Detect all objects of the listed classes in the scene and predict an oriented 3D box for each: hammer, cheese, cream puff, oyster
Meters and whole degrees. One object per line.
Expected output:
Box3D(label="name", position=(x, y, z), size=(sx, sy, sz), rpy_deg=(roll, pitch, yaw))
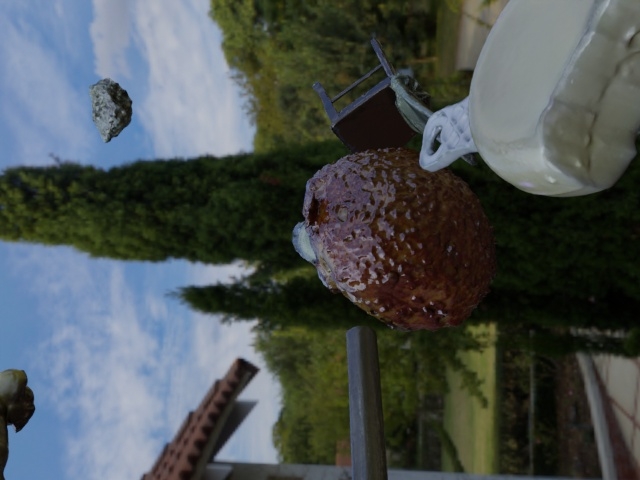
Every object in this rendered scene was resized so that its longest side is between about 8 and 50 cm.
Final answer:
Box3D(label="hammer", position=(0.043, 0.201, 0.726), size=(0.365, 0.111, 0.043), rpy_deg=(-88, -9, -60))
Box3D(label="cheese", position=(0.141, -0.114, 0.499), size=(0.249, 0.071, 0.163), rpy_deg=(-148, 75, -70))
Box3D(label="cream puff", position=(0.136, -0.017, 1.199), size=(0.228, 0.351, 0.350), rpy_deg=(-55, 20, 40))
Box3D(label="oyster", position=(-0.394, -0.242, 1.397), size=(0.100, 0.098, 0.037), rpy_deg=(51, -161, -21))

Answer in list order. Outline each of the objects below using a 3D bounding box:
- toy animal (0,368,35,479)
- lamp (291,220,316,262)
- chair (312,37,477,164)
Box3D(label="toy animal", position=(-0.582, 0.316, 1.318), size=(0.169, 0.121, 0.233), rpy_deg=(41, -159, -37))
Box3D(label="lamp", position=(0.000, 0.000, 1.503), size=(0.250, 0.101, 0.101), rpy_deg=(-163, 73, -71))
Box3D(label="chair", position=(0.131, -0.218, 1.411), size=(0.160, 0.186, 0.319), rpy_deg=(42, -164, -43))
